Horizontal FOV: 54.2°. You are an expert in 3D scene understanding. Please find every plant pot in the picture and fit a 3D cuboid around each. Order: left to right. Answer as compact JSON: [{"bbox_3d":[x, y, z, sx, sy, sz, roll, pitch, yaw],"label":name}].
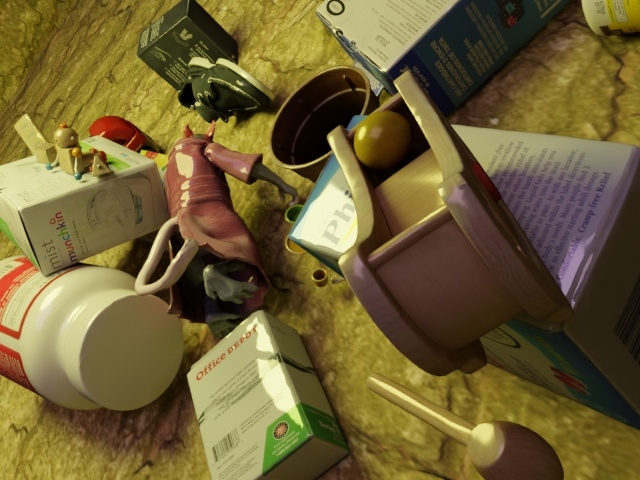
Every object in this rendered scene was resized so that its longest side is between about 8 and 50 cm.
[{"bbox_3d":[0.041,-0.128,0.884,0.167,0.165,0.167,-22,49,28],"label":"plant pot"}]

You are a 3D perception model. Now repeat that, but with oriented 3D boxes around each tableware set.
[{"bbox_3d":[0.000,0.000,0.904,0.104,0.024,0.154,-11,51,2],"label":"tableware set"}]

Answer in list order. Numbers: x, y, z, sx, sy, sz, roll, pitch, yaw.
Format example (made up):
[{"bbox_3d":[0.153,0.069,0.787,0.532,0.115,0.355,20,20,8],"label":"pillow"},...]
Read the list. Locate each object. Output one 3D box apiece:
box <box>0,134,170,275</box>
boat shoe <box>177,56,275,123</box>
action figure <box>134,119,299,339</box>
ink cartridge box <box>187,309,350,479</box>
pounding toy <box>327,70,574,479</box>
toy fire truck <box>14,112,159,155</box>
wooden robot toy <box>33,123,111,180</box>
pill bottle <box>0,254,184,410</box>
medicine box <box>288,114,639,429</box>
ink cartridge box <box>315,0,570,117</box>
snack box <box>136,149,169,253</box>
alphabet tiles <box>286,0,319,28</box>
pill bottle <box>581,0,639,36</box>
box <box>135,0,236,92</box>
[{"bbox_3d":[-0.430,-0.076,1.086,0.231,0.127,0.262,-28,33,-31],"label":"box"},{"bbox_3d":[-0.205,-0.287,1.242,0.113,0.127,0.340,-56,40,-3],"label":"boat shoe"},{"bbox_3d":[-0.198,-0.043,0.977,0.248,0.275,0.370,-31,59,30],"label":"action figure"},{"bbox_3d":[-0.075,0.217,0.806,0.153,0.087,0.208,-41,44,13],"label":"ink cartridge box"},{"bbox_3d":[0.049,0.021,0.390,0.155,0.154,0.270,-36,45,19],"label":"pounding toy"},{"bbox_3d":[-0.509,-0.194,1.353,0.217,0.246,0.158,-49,42,3],"label":"toy fire truck"},{"bbox_3d":[-0.401,-0.154,1.010,0.173,0.079,0.076,18,37,37],"label":"wooden robot toy"},{"bbox_3d":[-0.417,0.150,1.049,0.407,0.229,0.229,5,66,43],"label":"pill bottle"},{"bbox_3d":[0.167,0.024,0.594,0.289,0.263,0.149,18,76,47],"label":"medicine box"},{"bbox_3d":[0.169,-0.352,0.937,0.395,0.151,0.270,-42,42,9],"label":"ink cartridge box"},{"bbox_3d":[-0.313,-0.077,1.216,0.207,0.070,0.175,17,76,44],"label":"snack box"},{"bbox_3d":[0.077,-0.519,1.126,0.342,0.011,0.285,-31,23,40],"label":"alphabet tiles"},{"bbox_3d":[0.421,-0.307,0.710,0.215,0.117,0.117,5,66,43],"label":"pill bottle"},{"bbox_3d":[-0.295,-0.427,1.394,0.158,0.156,0.093,-27,46,25],"label":"box"}]
